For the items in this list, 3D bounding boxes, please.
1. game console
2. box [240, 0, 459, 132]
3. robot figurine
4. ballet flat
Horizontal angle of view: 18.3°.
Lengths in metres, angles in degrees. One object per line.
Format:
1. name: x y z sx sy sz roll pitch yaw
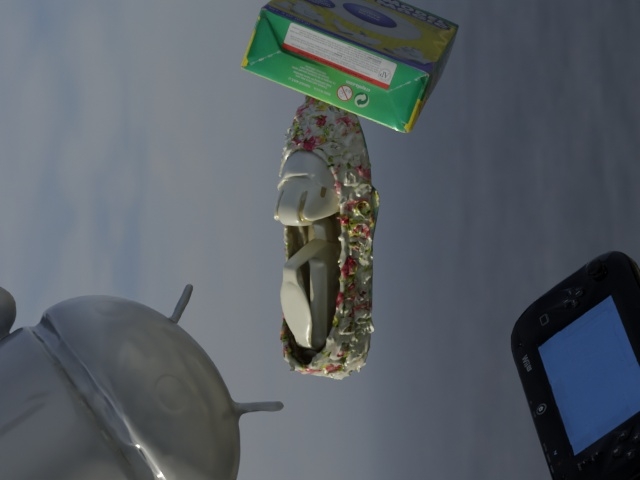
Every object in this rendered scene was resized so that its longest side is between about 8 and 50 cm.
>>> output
1. game console: 0.178 0.144 1.225 0.044 0.213 0.361 51 -164 -33
2. box: 0.024 -0.118 1.184 0.179 0.105 0.043 -59 -10 -73
3. robot figurine: -0.205 0.174 1.433 0.300 0.353 0.200 54 171 13
4. ballet flat: 0.000 0.000 1.605 0.077 0.091 0.241 -16 -75 -48
